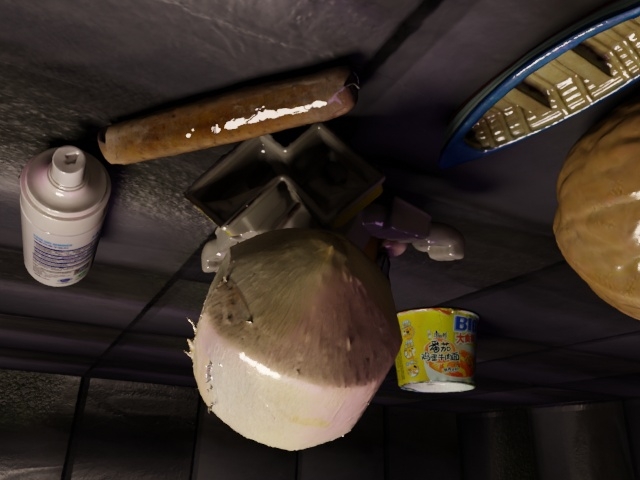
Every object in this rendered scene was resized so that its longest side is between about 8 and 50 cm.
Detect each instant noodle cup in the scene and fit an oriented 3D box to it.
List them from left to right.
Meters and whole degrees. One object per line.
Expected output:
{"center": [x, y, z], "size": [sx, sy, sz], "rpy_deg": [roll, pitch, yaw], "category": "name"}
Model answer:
{"center": [0.241, 0.239, 1.143], "size": [0.205, 0.153, 0.205], "rpy_deg": [3, 157, 1], "category": "instant noodle cup"}

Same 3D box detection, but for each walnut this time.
{"center": [0.310, -0.025, 0.445], "size": [0.228, 0.228, 0.228], "rpy_deg": [2, 157, 1], "category": "walnut"}

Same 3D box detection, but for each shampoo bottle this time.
{"center": [-0.305, -0.027, 0.634], "size": [0.092, 0.092, 0.303], "rpy_deg": [12, 155, -22], "category": "shampoo bottle"}

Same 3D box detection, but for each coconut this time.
{"center": [-0.021, 0.067, 0.432], "size": [0.171, 0.171, 0.183], "rpy_deg": [6, 128, -10], "category": "coconut"}

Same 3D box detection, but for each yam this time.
{"center": [-0.088, -0.108, 0.480], "size": [0.264, 0.046, 0.046], "rpy_deg": [-7, 156, 23], "category": "yam"}

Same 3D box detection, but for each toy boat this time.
{"center": [0.176, -0.122, 0.423], "size": [0.080, 0.046, 0.229], "rpy_deg": [15, 155, -29], "category": "toy boat"}

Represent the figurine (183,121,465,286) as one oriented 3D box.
{"center": [0.004, -0.002, 0.600], "size": [0.308, 0.143, 0.308], "rpy_deg": [19, 162, 6], "category": "figurine"}
